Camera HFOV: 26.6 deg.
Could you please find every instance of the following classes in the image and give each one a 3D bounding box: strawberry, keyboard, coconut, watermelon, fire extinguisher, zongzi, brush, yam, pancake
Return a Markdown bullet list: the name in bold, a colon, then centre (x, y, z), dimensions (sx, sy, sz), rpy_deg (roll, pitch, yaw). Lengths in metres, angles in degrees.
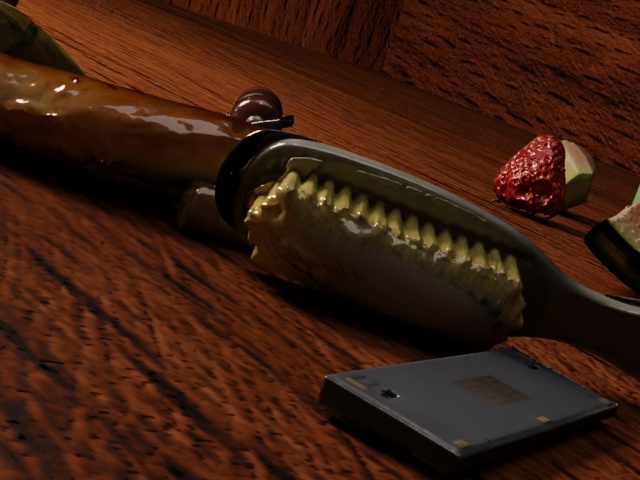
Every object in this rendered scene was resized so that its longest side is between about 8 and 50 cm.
- **strawberry**: centre (0.205, -0.063, 1.307), dimensions (0.073, 0.083, 0.073), rpy_deg (14, 2, 0)
- **keyboard**: centre (0.062, 0.060, 0.509), dimensions (0.055, 0.014, 0.176), rpy_deg (25, 11, 26)
- **coconut**: centre (0.257, -0.071, 1.466), dimensions (0.083, 0.082, 0.081), rpy_deg (-25, 59, -16)
- **watermelon**: centre (0.271, 0.011, 1.005), dimensions (0.193, 0.137, 0.145), rpy_deg (18, -25, -10)
- **fire extinguisher**: centre (-0.053, -0.097, 1.086), dimensions (0.064, 0.043, 0.158), rpy_deg (-10, 10, 1)
- **zongzi**: centre (-0.227, -0.135, 0.959), dimensions (0.113, 0.052, 0.104), rpy_deg (34, 19, 5)
- **brush**: centre (0.090, 0.031, 0.615), dimensions (0.297, 0.068, 0.060), rpy_deg (21, 25, -6)
- **yam**: centre (0.000, 0.000, 0.680), dimensions (0.145, 0.032, 0.032), rpy_deg (15, 10, -20)
- **pancake**: centre (-0.088, -0.062, 0.769), dimensions (0.266, 0.057, 0.244), rpy_deg (21, 9, 11)

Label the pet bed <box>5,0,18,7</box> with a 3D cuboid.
- **pet bed**: centre (-0.378, -0.249, 1.264), dimensions (0.201, 0.053, 0.201), rpy_deg (21, 14, -6)

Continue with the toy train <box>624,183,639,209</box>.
- **toy train**: centre (0.414, -0.024, 1.278), dimensions (0.270, 0.154, 0.115), rpy_deg (17, 11, -13)
